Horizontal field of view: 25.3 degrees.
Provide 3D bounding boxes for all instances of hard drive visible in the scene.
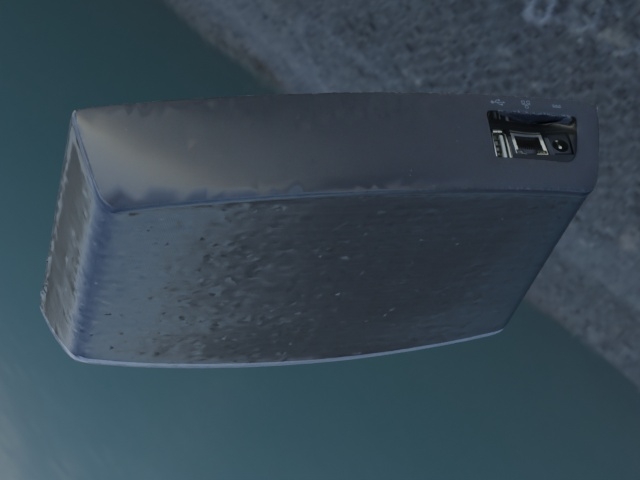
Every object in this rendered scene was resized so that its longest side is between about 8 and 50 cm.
[{"bbox_3d":[0.000,0.000,0.692,0.172,0.255,0.054,113,148,-51],"label":"hard drive"}]
